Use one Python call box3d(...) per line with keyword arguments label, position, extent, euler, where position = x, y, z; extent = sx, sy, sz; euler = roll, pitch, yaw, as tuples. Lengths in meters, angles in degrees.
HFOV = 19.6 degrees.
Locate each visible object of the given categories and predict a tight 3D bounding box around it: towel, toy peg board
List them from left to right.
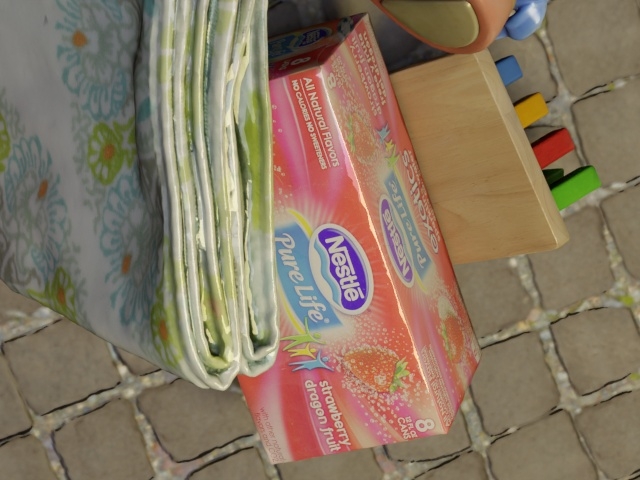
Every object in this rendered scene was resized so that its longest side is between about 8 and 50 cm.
box3d(label="towel", position=(-0.151, -0.092, 1.269), extent=(0.090, 0.374, 0.320), euler=(-9, 107, -32))
box3d(label="toy peg board", position=(0.126, -0.074, 1.425), extent=(0.079, 0.161, 0.160), euler=(-30, 101, -33))

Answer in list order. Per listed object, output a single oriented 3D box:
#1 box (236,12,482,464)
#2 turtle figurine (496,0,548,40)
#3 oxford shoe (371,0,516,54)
box3d(label="box", position=(0.000, 0.000, 1.400), extent=(0.154, 0.142, 0.300), euler=(-12, 109, 20))
box3d(label="turtle figurine", position=(0.059, -0.285, 1.337), extent=(0.266, 0.198, 0.274), euler=(7, 103, 7))
box3d(label="oxford shoe", position=(0.012, -0.307, 1.164), extent=(0.146, 0.140, 0.397), euler=(-48, 114, -22))
